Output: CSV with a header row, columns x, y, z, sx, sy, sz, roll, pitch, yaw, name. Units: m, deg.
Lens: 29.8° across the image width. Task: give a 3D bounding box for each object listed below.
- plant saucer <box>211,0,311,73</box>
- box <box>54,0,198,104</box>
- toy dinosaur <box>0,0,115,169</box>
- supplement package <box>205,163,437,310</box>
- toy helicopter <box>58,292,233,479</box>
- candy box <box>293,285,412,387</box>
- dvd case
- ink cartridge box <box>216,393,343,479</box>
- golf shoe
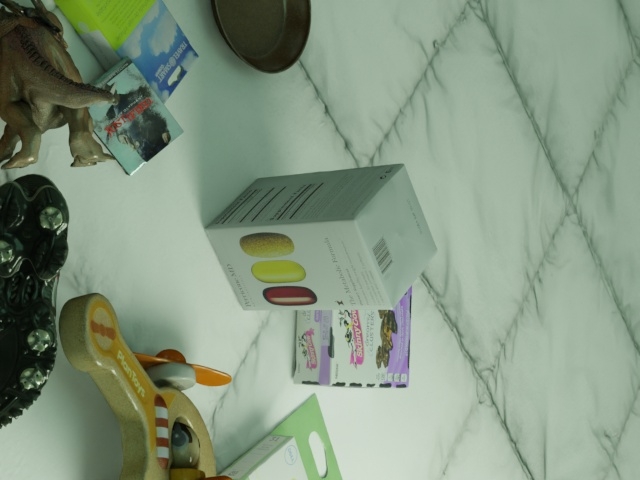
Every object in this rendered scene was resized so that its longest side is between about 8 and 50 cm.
x,y,z,sx,sy,sz,roll,pitch,yaw,name
-0.087,-0.322,1.619,0.199,0.036,0.198,4,84,-51,plant saucer
-0.227,-0.253,1.431,0.178,0.042,0.109,56,49,-35,box
-0.290,-0.171,1.211,0.127,0.296,0.200,-7,93,-22,toy dinosaur
0.000,0.000,1.543,0.134,0.244,0.139,-48,123,-43,supplement package
-0.195,0.183,1.367,0.235,0.140,0.355,-80,154,-46,toy helicopter
0.049,0.130,1.738,0.196,0.070,0.164,10,81,-52,candy box
-0.226,-0.145,1.418,0.087,0.013,0.119,-40,124,-9,dvd case
-0.033,0.338,1.640,0.235,0.056,0.171,-33,113,-45,ink cartridge box
-0.315,0.063,1.250,0.105,0.120,0.272,16,100,-12,golf shoe
